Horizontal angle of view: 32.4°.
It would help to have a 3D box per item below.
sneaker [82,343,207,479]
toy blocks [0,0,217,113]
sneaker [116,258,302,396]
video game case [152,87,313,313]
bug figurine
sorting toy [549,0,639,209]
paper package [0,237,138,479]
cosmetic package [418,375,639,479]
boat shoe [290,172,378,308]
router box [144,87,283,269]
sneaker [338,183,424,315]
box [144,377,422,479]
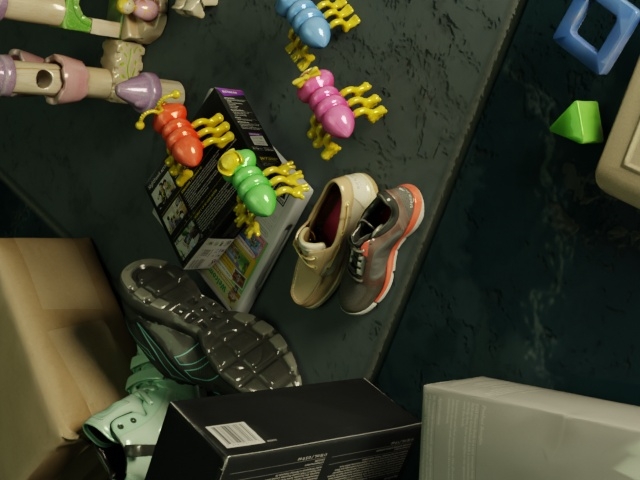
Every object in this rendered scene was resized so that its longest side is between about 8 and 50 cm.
[{"bbox_3d":[-0.221,0.177,1.351,0.094,0.151,0.256,-33,65,42],"label":"sneaker"},{"bbox_3d":[-0.325,-0.307,1.382,0.309,0.260,0.289,19,103,44],"label":"toy blocks"},{"bbox_3d":[-0.131,0.127,1.291,0.267,0.101,0.106,36,133,23],"label":"sneaker"},{"bbox_3d":[-0.112,-0.046,1.331,0.212,0.023,0.193,48,122,34],"label":"video game case"},{"bbox_3d":[-0.061,-0.143,1.178,0.279,0.072,0.216,-42,62,11],"label":"bug figurine"},{"bbox_3d":[0.326,-0.097,0.867,0.347,0.047,0.196,33,117,41],"label":"sorting toy"},{"bbox_3d":[-0.397,0.201,1.521,0.309,0.168,0.325,-48,59,34],"label":"paper package"},{"bbox_3d":[0.203,0.198,0.952,0.238,0.107,0.127,8,95,43],"label":"cosmetic package"},{"bbox_3d":[0.000,0.000,1.189,0.063,0.059,0.170,43,119,37],"label":"boat shoe"},{"bbox_3d":[-0.127,-0.071,1.295,0.179,0.046,0.133,-47,58,34],"label":"router box"},{"bbox_3d":[0.046,0.008,1.138,0.061,0.064,0.158,42,118,37],"label":"sneaker"},{"bbox_3d":[-0.045,0.246,1.090,0.103,0.261,0.184,33,112,41],"label":"box"}]
